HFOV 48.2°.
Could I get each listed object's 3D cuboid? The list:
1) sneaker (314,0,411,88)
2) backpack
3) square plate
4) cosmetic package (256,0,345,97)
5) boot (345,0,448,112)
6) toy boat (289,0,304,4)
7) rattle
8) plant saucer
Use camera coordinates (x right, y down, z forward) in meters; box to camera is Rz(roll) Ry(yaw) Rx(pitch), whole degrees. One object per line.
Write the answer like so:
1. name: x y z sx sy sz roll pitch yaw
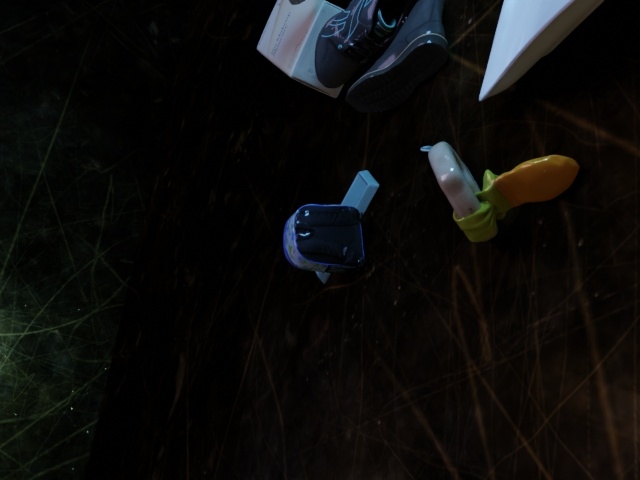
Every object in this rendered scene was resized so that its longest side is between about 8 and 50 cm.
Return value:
1. sneaker: 0.074 -0.371 1.260 0.267 0.101 0.106 -54 32 32
2. backpack: 0.000 0.000 1.103 0.084 0.114 0.105 149 122 -60
3. square plate: 0.288 -0.353 0.754 0.347 0.049 0.344 128 160 -76
4. cosmetic package: -0.023 -0.418 1.481 0.160 0.113 0.309 -64 26 14
5. boot: 0.127 -0.299 1.144 0.198 0.077 0.137 -24 45 40
6. toy boat: 0.012 -0.550 1.366 0.318 0.148 0.267 -34 8 -39
7. rattle: 0.198 -0.092 0.840 0.143 0.130 0.200 -47 5 21
8. plant saucer: 0.036 -0.024 1.180 0.192 0.018 0.067 -62 25 19
